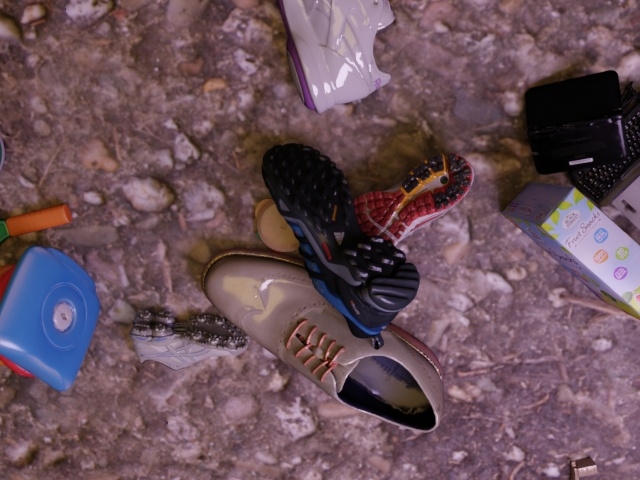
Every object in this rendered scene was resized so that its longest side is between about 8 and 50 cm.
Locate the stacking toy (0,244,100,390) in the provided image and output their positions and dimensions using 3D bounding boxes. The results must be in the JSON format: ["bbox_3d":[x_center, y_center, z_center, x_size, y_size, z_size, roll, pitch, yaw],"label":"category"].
[{"bbox_3d":[-0.488,0.113,0.966,0.301,0.166,0.175,-5,144,19],"label":"stacking toy"}]

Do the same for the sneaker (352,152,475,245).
[{"bbox_3d":[0.119,-0.040,0.943,0.225,0.092,0.088,-27,80,23],"label":"sneaker"}]

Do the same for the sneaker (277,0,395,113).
[{"bbox_3d":[0.012,-0.332,0.893,0.152,0.114,0.305,-15,107,-3],"label":"sneaker"}]

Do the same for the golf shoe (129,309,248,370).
[{"bbox_3d":[-0.194,0.157,1.006,0.176,0.069,0.086,9,120,3],"label":"golf shoe"}]

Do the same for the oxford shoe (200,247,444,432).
[{"bbox_3d":[0.008,0.134,0.943,0.397,0.146,0.140,27,101,-3],"label":"oxford shoe"}]

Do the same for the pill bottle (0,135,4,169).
[{"bbox_3d":[-0.518,-0.114,0.883,0.117,0.208,0.118,0,100,2],"label":"pill bottle"}]

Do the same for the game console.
[{"bbox_3d":[0.351,-0.159,0.924,0.122,0.071,0.107,-8,123,28],"label":"game console"}]

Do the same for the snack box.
[{"bbox_3d":[0.360,0.013,0.900,0.207,0.174,0.070,41,95,-5],"label":"snack box"}]

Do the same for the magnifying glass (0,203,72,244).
[{"bbox_3d":[-0.481,-0.013,0.993,0.231,0.026,0.092,-14,99,3],"label":"magnifying glass"}]

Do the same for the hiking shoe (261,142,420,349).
[{"bbox_3d":[0.000,0.000,0.904,0.304,0.113,0.132,56,143,27],"label":"hiking shoe"}]

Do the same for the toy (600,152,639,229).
[{"bbox_3d":[0.510,-0.112,0.921,0.237,0.056,0.137,-43,60,13],"label":"toy"}]

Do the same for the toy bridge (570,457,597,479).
[{"bbox_3d":[0.410,0.427,1.045,0.063,0.026,0.188,-15,99,5],"label":"toy bridge"}]

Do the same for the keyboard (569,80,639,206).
[{"bbox_3d":[0.420,-0.145,0.920,0.192,0.038,0.100,-48,66,10],"label":"keyboard"}]

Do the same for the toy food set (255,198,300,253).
[{"bbox_3d":[-0.054,-0.022,0.982,0.083,0.020,0.083,-5,100,2],"label":"toy food set"}]
